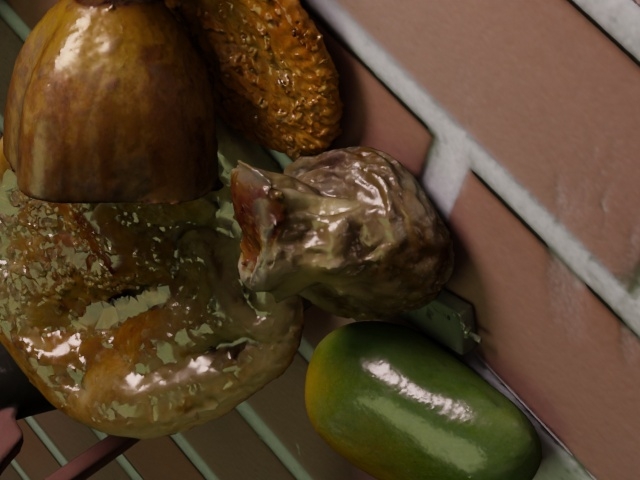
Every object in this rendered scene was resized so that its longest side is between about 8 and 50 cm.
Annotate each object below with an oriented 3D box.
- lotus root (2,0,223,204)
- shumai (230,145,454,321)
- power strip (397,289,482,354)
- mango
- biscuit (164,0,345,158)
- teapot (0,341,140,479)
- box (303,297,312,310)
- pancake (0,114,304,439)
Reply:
[{"bbox_3d":[-0.185,-0.140,1.420,0.199,0.188,0.180,-127,37,-61],"label":"lotus root"},{"bbox_3d":[0.000,0.000,1.361,0.209,0.153,0.161,21,115,44],"label":"shumai"},{"bbox_3d":[0.095,0.060,1.412,0.136,0.019,0.051,29,138,43],"label":"power strip"},{"bbox_3d":[0.092,0.157,1.426,0.251,0.114,0.156,21,125,33],"label":"mango"},{"bbox_3d":[-0.076,-0.175,1.406,0.254,0.035,0.254,39,155,22],"label":"biscuit"},{"bbox_3d":[-0.378,0.131,1.881,0.376,0.362,0.305,49,150,16],"label":"teapot"},{"bbox_3d":[-0.046,0.042,1.620,0.083,0.024,0.053,56,152,3],"label":"box"},{"bbox_3d":[-0.192,0.019,1.594,0.387,0.082,0.386,6,103,24],"label":"pancake"}]
